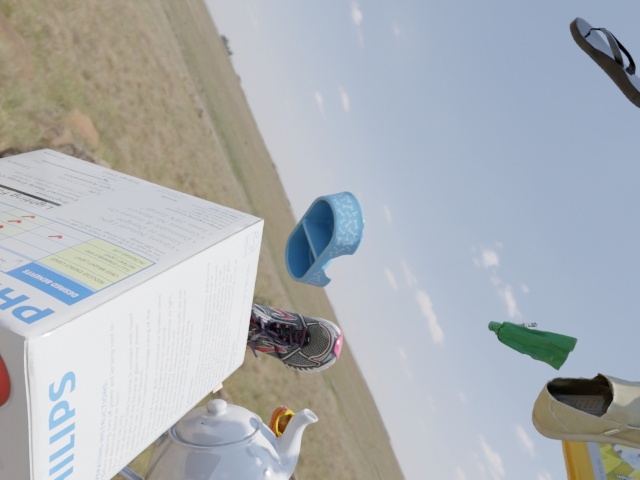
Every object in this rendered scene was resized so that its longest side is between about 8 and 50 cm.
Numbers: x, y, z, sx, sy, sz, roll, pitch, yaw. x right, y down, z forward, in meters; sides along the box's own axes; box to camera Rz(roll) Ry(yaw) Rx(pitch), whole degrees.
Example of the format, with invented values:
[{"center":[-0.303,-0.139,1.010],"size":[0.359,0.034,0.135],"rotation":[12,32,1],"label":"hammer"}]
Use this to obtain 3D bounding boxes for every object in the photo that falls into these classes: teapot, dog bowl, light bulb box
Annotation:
[{"center":[-0.176,0.353,1.113],"size":[0.253,0.256,0.186],"rotation":[8,-76,42],"label":"teapot"},{"center":[0.000,0.000,1.694],"size":[0.297,0.074,0.165],"rotation":[-53,-133,44],"label":"dog bowl"},{"center":[-0.313,0.070,0.754],"size":[0.361,0.358,0.225],"rotation":[-34,138,-59],"label":"light bulb box"}]

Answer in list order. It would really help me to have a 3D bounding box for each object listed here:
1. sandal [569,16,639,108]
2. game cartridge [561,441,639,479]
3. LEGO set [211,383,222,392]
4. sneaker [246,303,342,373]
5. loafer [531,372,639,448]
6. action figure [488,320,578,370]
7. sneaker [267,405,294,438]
[{"center":[0.601,-0.367,1.365],"size":[0.054,0.097,0.254],"rotation":[-52,-125,38],"label":"sandal"},{"center":[0.586,0.445,1.183],"size":[0.323,0.286,0.052],"rotation":[-67,158,-62],"label":"game cartridge"},{"center":[-0.299,0.190,1.136],"size":[0.287,0.132,0.107],"rotation":[37,8,33],"label":"LEGO set"},{"center":[-0.095,0.201,1.428],"size":[0.112,0.299,0.120],"rotation":[42,59,-58],"label":"sneaker"},{"center":[0.462,0.257,1.038],"size":[0.101,0.269,0.092],"rotation":[-78,156,-50],"label":"loafer"},{"center":[0.589,0.278,1.919],"size":[0.063,0.232,0.137],"rotation":[-61,168,-54],"label":"action figure"},{"center":[-0.104,0.483,1.607],"size":[0.067,0.064,0.175],"rotation":[4,-95,64],"label":"sneaker"}]
